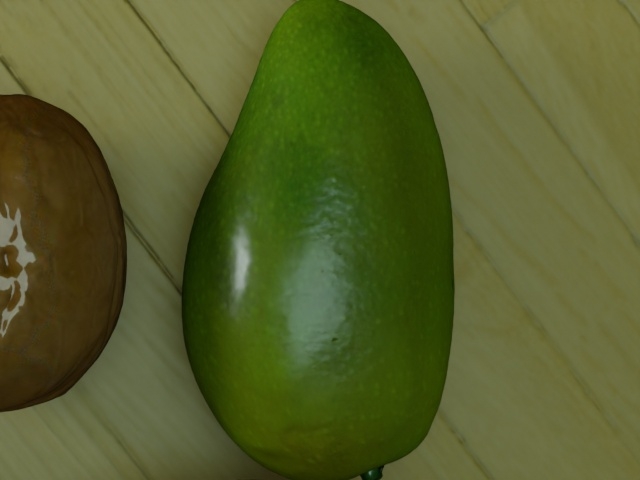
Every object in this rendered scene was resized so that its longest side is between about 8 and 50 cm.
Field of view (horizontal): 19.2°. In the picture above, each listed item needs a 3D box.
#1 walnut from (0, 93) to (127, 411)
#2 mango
[{"bbox_3d":[-0.229,0.007,1.278,0.195,0.195,0.222,0,95,-10],"label":"walnut"},{"bbox_3d":[0.000,0.000,1.334,0.192,0.156,0.343,2,87,-18],"label":"mango"}]
